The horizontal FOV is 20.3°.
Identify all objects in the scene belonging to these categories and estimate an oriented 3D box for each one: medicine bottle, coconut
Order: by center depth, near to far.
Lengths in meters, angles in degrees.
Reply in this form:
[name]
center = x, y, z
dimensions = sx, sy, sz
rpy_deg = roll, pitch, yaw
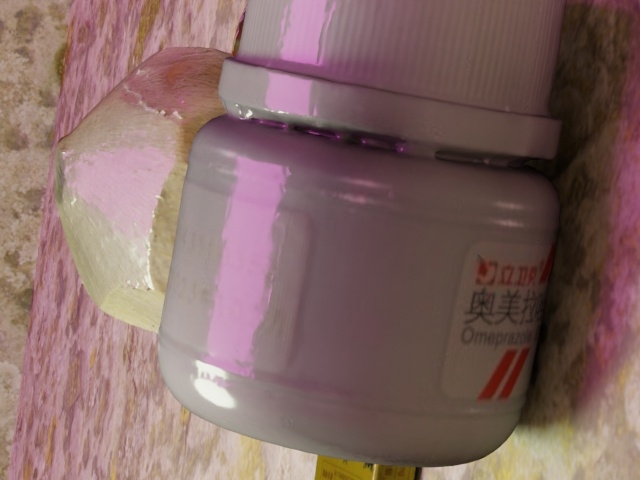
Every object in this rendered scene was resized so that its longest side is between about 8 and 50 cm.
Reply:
[medicine bottle]
center = 0.033, -0.029, 1.153
dimensions = 0.245, 0.245, 0.306
rpy_deg = -149, 68, -71
[coconut]
center = -0.099, -0.035, 1.482
dimensions = 0.245, 0.247, 0.245
rpy_deg = -172, 90, -66

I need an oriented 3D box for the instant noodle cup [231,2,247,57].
[instant noodle cup]
center = 0.031, -0.144, 1.336
dimensions = 0.153, 0.205, 0.205
rpy_deg = -100, 23, -70

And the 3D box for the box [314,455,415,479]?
[box]
center = 0.031, 0.194, 1.409
dimensions = 0.153, 0.041, 0.279
rpy_deg = -176, 93, -73
